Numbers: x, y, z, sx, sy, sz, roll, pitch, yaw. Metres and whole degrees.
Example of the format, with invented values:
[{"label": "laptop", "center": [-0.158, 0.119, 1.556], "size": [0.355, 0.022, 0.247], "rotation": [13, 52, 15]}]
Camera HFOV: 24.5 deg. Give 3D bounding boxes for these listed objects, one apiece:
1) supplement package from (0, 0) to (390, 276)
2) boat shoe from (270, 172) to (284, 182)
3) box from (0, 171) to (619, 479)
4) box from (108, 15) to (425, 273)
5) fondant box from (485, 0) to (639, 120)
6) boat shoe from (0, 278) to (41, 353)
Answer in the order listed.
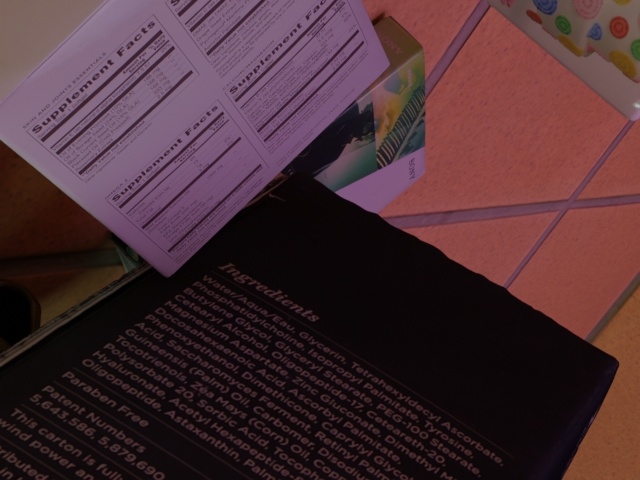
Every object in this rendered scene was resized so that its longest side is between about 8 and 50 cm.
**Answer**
[{"label": "supplement package", "center": [-0.118, -0.144, 0.815], "size": [0.198, 0.199, 0.262], "rotation": [-44, 159, -3]}, {"label": "boat shoe", "center": [0.000, 0.000, 1.292], "size": [0.076, 0.083, 0.226], "rotation": [-47, 157, 7]}, {"label": "box", "center": [-0.089, 0.280, 0.964], "size": [0.472, 0.297, 0.479], "rotation": [-39, 155, -55]}, {"label": "box", "center": [-0.034, -0.036, 1.354], "size": [0.322, 0.058, 0.232], "rotation": [-41, 158, -14]}, {"label": "fondant box", "center": [0.156, -0.271, 0.915], "size": [0.096, 0.330, 0.238], "rotation": [-17, 145, -51]}, {"label": "boat shoe", "center": [-0.255, 0.101, 1.004], "size": [0.104, 0.111, 0.307], "rotation": [-51, -164, 10]}]
